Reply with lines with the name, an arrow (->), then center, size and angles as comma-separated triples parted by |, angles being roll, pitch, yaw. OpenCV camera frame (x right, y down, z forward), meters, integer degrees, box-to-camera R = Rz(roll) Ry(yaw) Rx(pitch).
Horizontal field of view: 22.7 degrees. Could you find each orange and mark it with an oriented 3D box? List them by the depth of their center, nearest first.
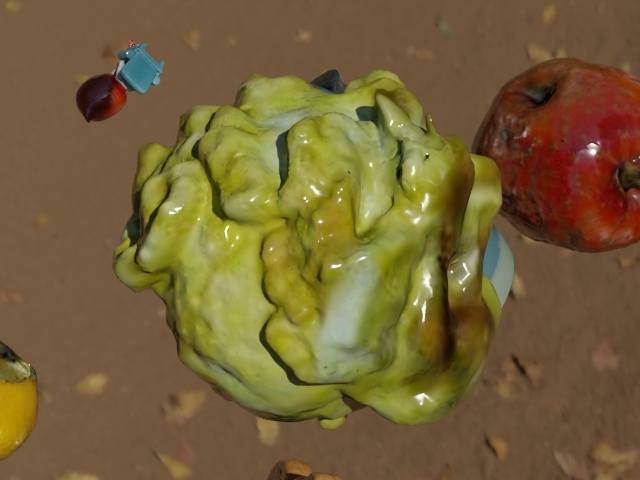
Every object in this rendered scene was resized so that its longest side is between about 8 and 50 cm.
orange -> -0.399, 0.185, 1.875 | 0.134, 0.156, 0.156 | -42, 50, 8

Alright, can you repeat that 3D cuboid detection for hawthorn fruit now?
hawthorn fruit -> 0.328, -0.102, 2.035 | 0.258, 0.258, 0.262 | -33, 59, -5

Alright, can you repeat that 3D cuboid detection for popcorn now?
popcorn -> -0.009, 0.002, 1.256 | 0.312, 0.312, 0.312 | -10, 52, 14

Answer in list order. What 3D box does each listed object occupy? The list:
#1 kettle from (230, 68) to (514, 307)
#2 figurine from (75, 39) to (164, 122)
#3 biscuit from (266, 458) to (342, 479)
kettle -> 0.000, 0.000, 1.723 | 0.247, 0.342, 0.319 | -3, 47, 50
figurine -> -0.286, -0.217, 2.246 | 0.140, 0.068, 0.075 | -47, 28, -14
biscuit -> -0.038, 0.321, 1.602 | 0.047, 0.334, 0.202 | 15, 82, -13
